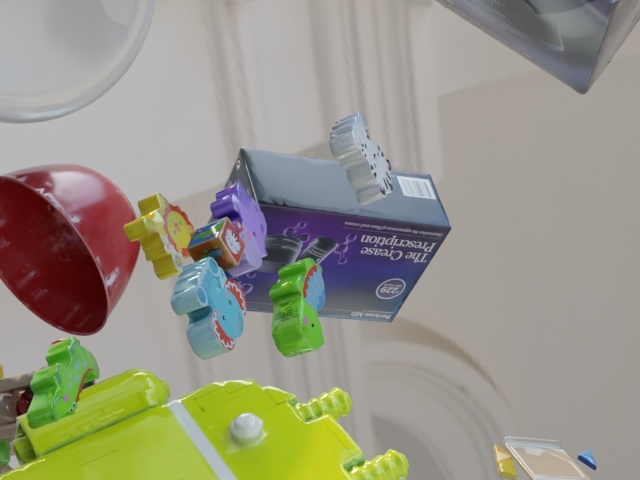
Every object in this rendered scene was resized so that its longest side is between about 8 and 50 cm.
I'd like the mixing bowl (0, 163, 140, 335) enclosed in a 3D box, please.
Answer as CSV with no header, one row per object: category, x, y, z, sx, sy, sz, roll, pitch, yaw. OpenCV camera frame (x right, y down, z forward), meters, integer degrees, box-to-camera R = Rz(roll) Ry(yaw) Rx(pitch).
mixing bowl,-0.245,-0.008,1.129,0.181,0.098,0.181,23,-45,25

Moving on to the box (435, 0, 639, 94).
box,0.193,-0.323,1.113,0.296,0.183,0.294,35,-3,12

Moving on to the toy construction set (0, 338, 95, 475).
toy construction set,-0.417,0.171,1.322,0.309,0.257,0.237,58,-24,7

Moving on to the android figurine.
android figurine,-0.080,0.166,0.653,0.248,0.272,0.056,46,-31,44

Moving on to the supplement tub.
supplement tub,-0.319,-0.241,1.063,0.331,0.241,0.241,21,-53,57

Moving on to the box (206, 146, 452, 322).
box,0.000,0.000,1.407,0.184,0.261,0.103,-60,-146,41

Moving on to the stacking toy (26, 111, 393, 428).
stacking toy,-0.054,0.019,0.648,0.166,0.221,0.052,-20,-64,23

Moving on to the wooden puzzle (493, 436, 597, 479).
wooden puzzle,0.215,0.215,1.096,0.078,0.116,0.014,-109,-148,-64
